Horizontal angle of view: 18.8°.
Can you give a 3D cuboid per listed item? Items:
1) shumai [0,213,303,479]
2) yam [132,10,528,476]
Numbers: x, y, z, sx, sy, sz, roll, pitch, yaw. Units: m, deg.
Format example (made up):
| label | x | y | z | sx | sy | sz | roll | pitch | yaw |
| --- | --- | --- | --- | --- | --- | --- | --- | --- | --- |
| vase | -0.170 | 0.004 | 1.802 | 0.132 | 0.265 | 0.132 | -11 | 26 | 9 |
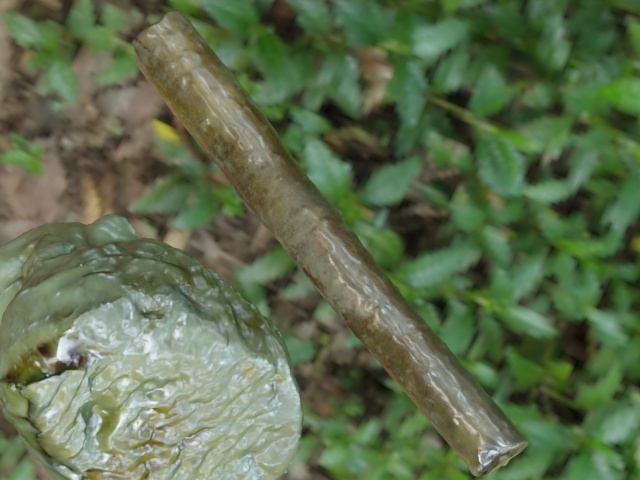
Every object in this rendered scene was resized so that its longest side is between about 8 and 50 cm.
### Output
| label | x | y | z | sx | sy | sz | roll | pitch | yaw |
| --- | --- | --- | --- | --- | --- | --- | --- | --- | --- |
| shumai | -0.138 | 0.071 | 1.346 | 0.189 | 0.218 | 0.256 | -28 | 139 | -10 |
| yam | 0.000 | 0.000 | 1.099 | 0.045 | 0.327 | 0.045 | -29 | 161 | -31 |
